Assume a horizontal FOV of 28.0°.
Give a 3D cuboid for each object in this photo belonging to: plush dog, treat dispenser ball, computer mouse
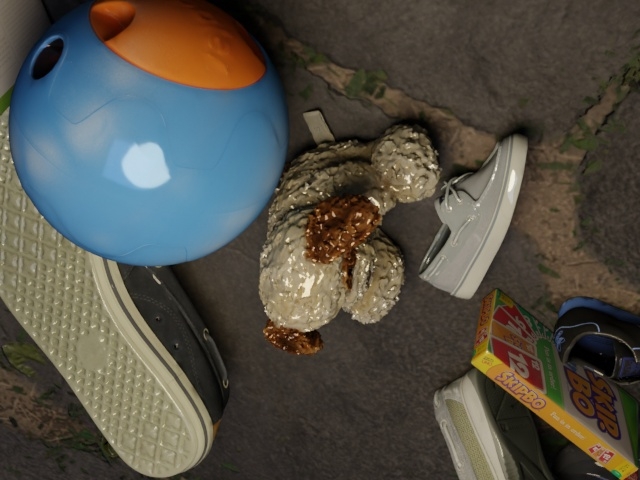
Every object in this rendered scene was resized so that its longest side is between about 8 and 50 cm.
[{"bbox_3d":[0.000,0.000,1.402,0.210,0.225,0.262,18,126,2],"label":"plush dog"},{"bbox_3d":[-0.176,-0.116,1.331,0.288,0.288,0.288,7,125,10],"label":"treat dispenser ball"},{"bbox_3d":[0.397,0.254,1.571,0.242,0.071,0.041,-15,107,21],"label":"computer mouse"}]

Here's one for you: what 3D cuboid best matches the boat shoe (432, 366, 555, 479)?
[{"bbox_3d":[0.219,0.311,1.539,0.118,0.320,0.103,4,151,-45],"label":"boat shoe"}]

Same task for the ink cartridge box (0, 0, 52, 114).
[{"bbox_3d":[-0.393,-0.267,1.348,0.097,0.189,0.255,-8,119,21],"label":"ink cartridge box"}]

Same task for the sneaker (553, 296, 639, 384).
[{"bbox_3d":[0.383,0.133,1.476,0.232,0.090,0.081,11,125,7],"label":"sneaker"}]

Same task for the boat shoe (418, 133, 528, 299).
[{"bbox_3d":[0.165,-0.028,1.431,0.081,0.079,0.227,17,129,-2],"label":"boat shoe"}]

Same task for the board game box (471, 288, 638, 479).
[{"bbox_3d":[0.288,0.175,1.508,0.259,0.124,0.039,40,123,-13],"label":"board game box"}]

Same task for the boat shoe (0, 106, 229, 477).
[{"bbox_3d":[-0.268,0.047,1.554,0.186,0.156,0.500,-27,98,30],"label":"boat shoe"}]
